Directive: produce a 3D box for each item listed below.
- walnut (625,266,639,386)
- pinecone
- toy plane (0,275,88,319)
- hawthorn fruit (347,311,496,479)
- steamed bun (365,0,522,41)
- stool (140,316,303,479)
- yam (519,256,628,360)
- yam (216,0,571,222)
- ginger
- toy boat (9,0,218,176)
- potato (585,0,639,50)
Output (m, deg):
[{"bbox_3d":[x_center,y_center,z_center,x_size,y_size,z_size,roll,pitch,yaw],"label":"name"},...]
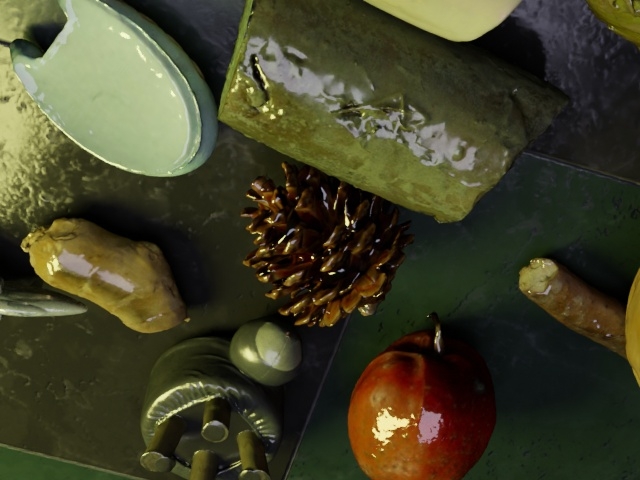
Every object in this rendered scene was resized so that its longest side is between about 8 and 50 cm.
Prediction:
[{"bbox_3d":[0.402,0.069,0.977,0.257,0.257,0.224,-41,146,22],"label":"walnut"},{"bbox_3d":[0.000,0.000,0.987,0.173,0.173,0.173,1,120,1],"label":"pinecone"},{"bbox_3d":[-0.374,0.045,1.070,0.267,0.088,0.212,4,122,-10],"label":"toy plane"},{"bbox_3d":[0.108,0.160,1.076,0.157,0.157,0.194,7,116,-2],"label":"hawthorn fruit"},{"bbox_3d":[0.087,-0.277,0.808,0.225,0.200,0.170,24,142,-25],"label":"steamed bun"},{"bbox_3d":[-0.111,0.179,1.103,0.153,0.139,0.228,12,122,-7],"label":"stool"},{"bbox_3d":[0.311,0.091,1.087,0.241,0.057,0.057,32,116,-14],"label":"yam"},{"bbox_3d":[0.058,-0.123,0.904,0.304,0.168,0.168,24,118,-11],"label":"yam"},{"bbox_3d":[-0.214,0.035,1.063,0.190,0.069,0.095,27,139,-14],"label":"ginger"},{"bbox_3d":[-0.183,-0.145,0.965,0.207,0.079,0.134,38,107,-7],"label":"toy boat"},{"bbox_3d":[0.285,-0.211,0.837,0.113,0.149,0.251,-40,156,28],"label":"potato"}]
